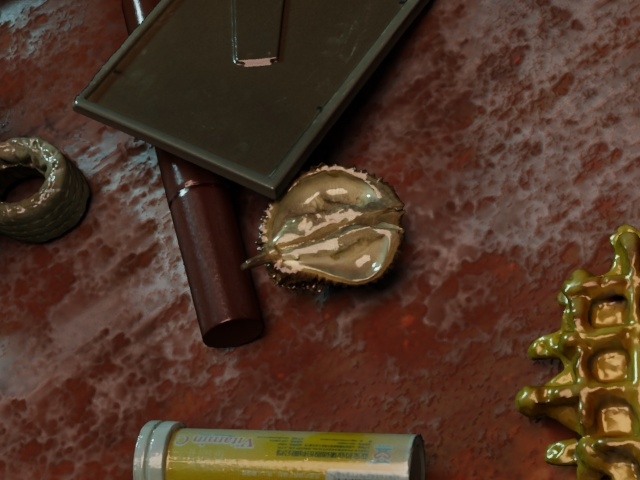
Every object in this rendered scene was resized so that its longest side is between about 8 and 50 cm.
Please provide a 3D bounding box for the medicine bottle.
[{"bbox_3d":[-0.031,0.178,1.149,0.218,0.074,0.074,0,68,16],"label":"medicine bottle"}]

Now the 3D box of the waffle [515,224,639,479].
[{"bbox_3d":[0.289,0.085,1.086,0.293,0.069,0.260,-41,63,-4],"label":"waffle"}]

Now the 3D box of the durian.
[{"bbox_3d":[0.001,0.003,1.212,0.140,0.071,0.110,-23,66,-7],"label":"durian"}]

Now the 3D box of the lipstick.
[{"bbox_3d":[-0.115,-0.076,1.292,0.057,0.057,0.356,-20,63,9],"label":"lipstick"}]

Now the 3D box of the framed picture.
[{"bbox_3d":[-0.047,-0.178,1.289,0.213,0.016,0.289,24,61,23],"label":"framed picture"}]

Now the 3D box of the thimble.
[{"bbox_3d":[-0.265,-0.046,1.324,0.110,0.062,0.084,9,70,21],"label":"thimble"}]
